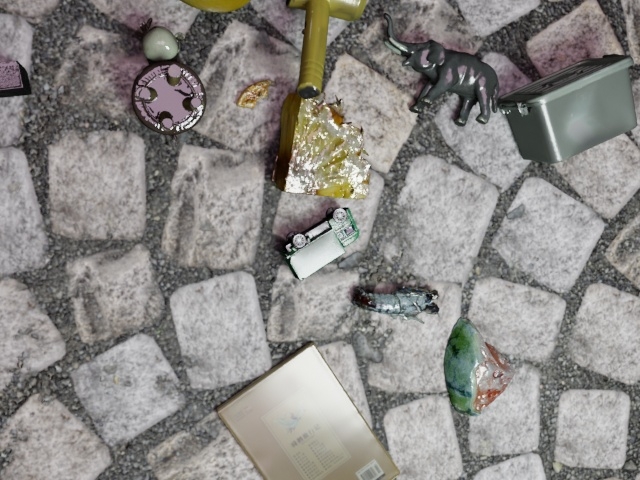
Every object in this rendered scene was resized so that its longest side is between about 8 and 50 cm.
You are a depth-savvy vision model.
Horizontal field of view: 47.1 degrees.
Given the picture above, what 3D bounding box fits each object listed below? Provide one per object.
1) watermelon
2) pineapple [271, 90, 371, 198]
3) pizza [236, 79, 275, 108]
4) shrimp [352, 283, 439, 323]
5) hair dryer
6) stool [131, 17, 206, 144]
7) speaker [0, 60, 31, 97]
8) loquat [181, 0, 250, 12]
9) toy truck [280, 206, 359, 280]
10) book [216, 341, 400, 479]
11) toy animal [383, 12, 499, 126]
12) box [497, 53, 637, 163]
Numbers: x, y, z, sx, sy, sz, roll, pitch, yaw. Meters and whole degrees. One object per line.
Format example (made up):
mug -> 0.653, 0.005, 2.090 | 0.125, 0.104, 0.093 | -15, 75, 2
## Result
watermelon -> 0.316, 0.244, 1.413 | 0.139, 0.071, 0.187 | 0, 92, -17
pineapple -> -0.004, -0.152, 1.305 | 0.186, 0.114, 0.236 | -34, 102, -10
pizza -> -0.116, -0.263, 1.323 | 0.083, 0.016, 0.037 | -35, 105, -11
shrimp -> 0.147, 0.123, 1.368 | 0.174, 0.076, 0.082 | 3, 114, -12
hair dryer -> 0.005, -0.361, 1.269 | 0.135, 0.090, 0.278 | 12, 64, -14
stool -> -0.259, -0.270, 1.242 | 0.125, 0.121, 0.217 | -7, 99, -11
speaker -> -0.590, -0.250, 1.187 | 0.218, 0.082, 0.044 | -9, 95, -11
loquat -> -0.172, -0.463, 1.241 | 0.195, 0.152, 0.152 | -2, 92, -26
toy truck -> 0.000, 0.000, 1.333 | 0.147, 0.065, 0.079 | -34, 101, -9
book -> -0.018, 0.374, 1.365 | 0.217, 0.021, 0.310 | -34, 99, -9
toy animal -> 0.213, -0.303, 1.364 | 0.270, 0.082, 0.137 | 24, 84, -8
box -> 0.473, -0.246, 1.389 | 0.243, 0.163, 0.135 | -25, 106, -11
